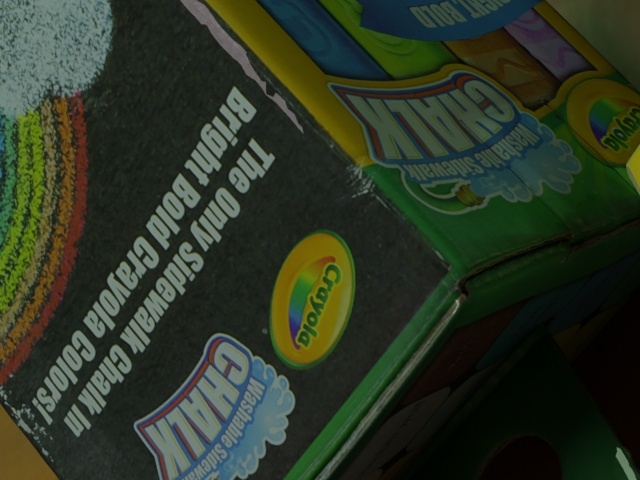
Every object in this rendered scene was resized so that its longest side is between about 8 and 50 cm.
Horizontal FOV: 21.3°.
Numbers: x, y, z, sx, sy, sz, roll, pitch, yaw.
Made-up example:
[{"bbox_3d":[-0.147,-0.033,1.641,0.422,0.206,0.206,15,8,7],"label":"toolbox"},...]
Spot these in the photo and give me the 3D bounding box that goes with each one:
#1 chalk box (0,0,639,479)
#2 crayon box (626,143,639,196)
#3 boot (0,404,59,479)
[{"bbox_3d":[0.000,0.000,0.588,0.289,0.179,0.180,49,125,17],"label":"chalk box"},{"bbox_3d":[0.192,0.020,0.339,0.203,0.083,0.323,-57,29,31],"label":"crayon box"},{"bbox_3d":[-0.127,0.070,0.885,0.283,0.109,0.220,-40,47,31],"label":"boot"}]
